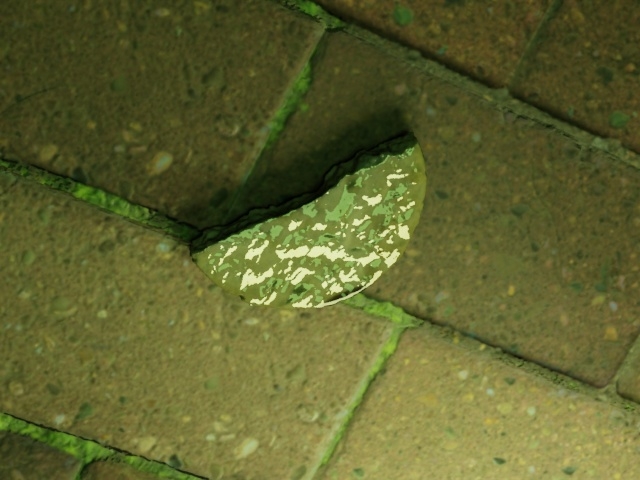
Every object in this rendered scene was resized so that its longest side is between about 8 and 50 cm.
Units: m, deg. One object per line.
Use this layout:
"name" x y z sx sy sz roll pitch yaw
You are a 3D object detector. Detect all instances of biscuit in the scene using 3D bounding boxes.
"biscuit" 0.004 0.001 1.595 0.250 0.032 0.133 -27 118 -4
